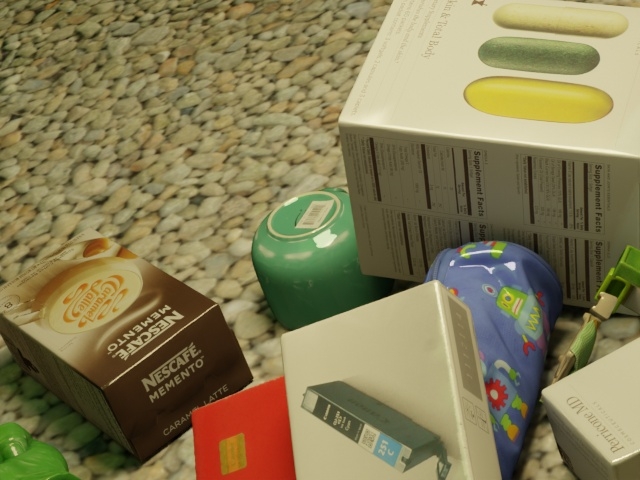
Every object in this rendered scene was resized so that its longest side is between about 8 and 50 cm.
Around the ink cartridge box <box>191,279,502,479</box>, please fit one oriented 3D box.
[{"bbox_3d":[0.006,0.207,1.207,0.261,0.066,0.296,-22,57,23],"label":"ink cartridge box"}]

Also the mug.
[{"bbox_3d":[-0.006,0.006,1.621,0.129,0.097,0.158,-26,34,-8],"label":"mug"}]

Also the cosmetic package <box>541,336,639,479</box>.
[{"bbox_3d":[0.304,0.121,1.303,0.231,0.085,0.117,-26,33,-10],"label":"cosmetic package"}]

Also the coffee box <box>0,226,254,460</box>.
[{"bbox_3d":[-0.198,0.093,1.602,0.141,0.098,0.246,-37,37,-22],"label":"coffee box"}]

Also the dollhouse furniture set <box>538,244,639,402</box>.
[{"bbox_3d":[0.244,0.078,1.373,0.058,0.152,0.076,29,33,6],"label":"dollhouse furniture set"}]

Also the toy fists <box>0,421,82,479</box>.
[{"bbox_3d":[-0.338,0.266,1.439,0.142,0.096,0.279,17,50,44],"label":"toy fists"}]

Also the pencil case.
[{"bbox_3d":[0.111,0.123,1.364,0.119,0.133,0.306,-24,26,36],"label":"pencil case"}]

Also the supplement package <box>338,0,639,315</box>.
[{"bbox_3d":[0.178,-0.085,1.498,0.262,0.198,0.199,8,48,18],"label":"supplement package"}]
